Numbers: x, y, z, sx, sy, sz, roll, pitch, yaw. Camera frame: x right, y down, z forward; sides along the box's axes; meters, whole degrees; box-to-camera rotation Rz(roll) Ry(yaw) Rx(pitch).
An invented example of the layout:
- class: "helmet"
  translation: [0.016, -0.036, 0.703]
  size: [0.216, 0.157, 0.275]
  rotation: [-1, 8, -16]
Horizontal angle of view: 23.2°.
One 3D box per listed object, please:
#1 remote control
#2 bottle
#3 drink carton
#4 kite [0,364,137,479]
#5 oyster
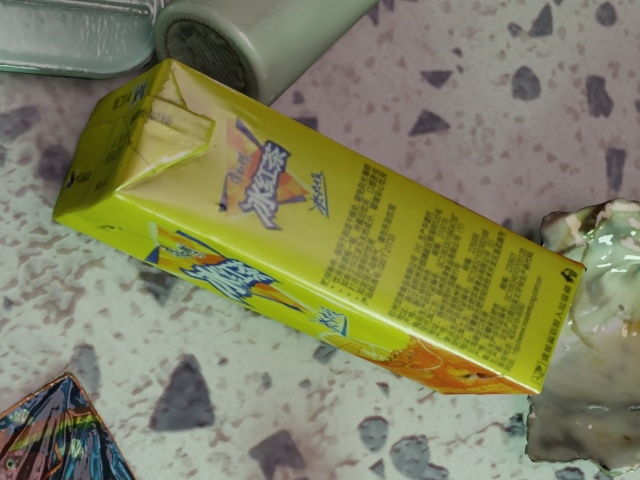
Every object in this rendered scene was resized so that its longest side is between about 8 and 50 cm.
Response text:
- class: "remote control"
  translation: [-0.229, -0.168, 1.089]
  size: [0.247, 0.052, 0.104]
  rotation: [4, 82, -25]
- class: "bottle"
  translation: [-0.012, -0.194, 1.154]
  size: [0.104, 0.104, 0.245]
  rotation: [52, 55, -12]
- class: "drink carton"
  translation: [0.000, 0.000, 1.123]
  size: [0.351, 0.154, 0.111]
  rotation: [26, 74, -21]
- class: "kite"
  translation: [-0.202, 0.199, 1.084]
  size: [0.321, 0.016, 0.233]
  rotation: [15, 79, -23]
- class: "oyster"
  translation: [0.271, 0.059, 1.279]
  size: [0.271, 0.100, 0.275]
  rotation: [14, 91, -21]
